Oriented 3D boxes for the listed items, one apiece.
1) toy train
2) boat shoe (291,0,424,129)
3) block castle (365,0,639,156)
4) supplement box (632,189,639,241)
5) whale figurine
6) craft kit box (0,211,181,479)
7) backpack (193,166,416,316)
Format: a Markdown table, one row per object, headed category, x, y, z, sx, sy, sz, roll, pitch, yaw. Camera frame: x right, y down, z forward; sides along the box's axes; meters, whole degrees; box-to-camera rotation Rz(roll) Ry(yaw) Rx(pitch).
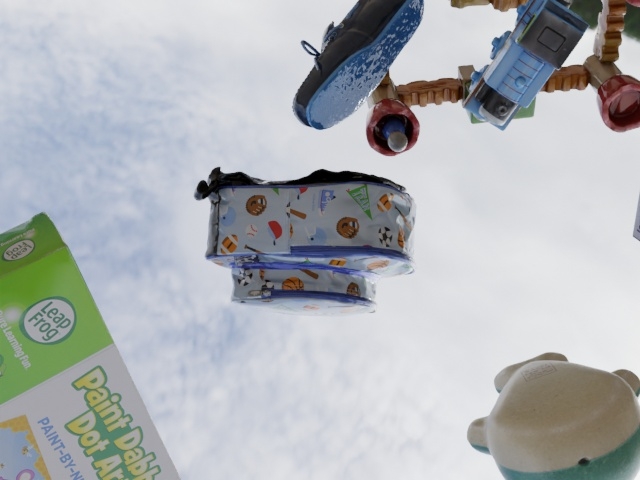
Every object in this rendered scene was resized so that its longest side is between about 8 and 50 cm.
| category | x | y | z | sx | sy | sz | roll | pitch | yaw |
| --- | --- | --- | --- | --- | --- | --- | --- | --- | --- |
| toy train | 0.248 | -0.219 | 1.075 | 0.080 | 0.184 | 0.105 | 31 | -157 | -8 |
| boat shoe | 0.039 | -0.243 | 1.146 | 0.089 | 0.109 | 0.258 | 27 | -121 | 25 |
| block castle | 0.285 | -0.299 | 1.318 | 0.452 | 0.303 | 0.213 | -6 | -143 | -2 |
| supplement box | 0.467 | -0.007 | 0.987 | 0.073 | 0.130 | 0.239 | -17 | -144 | -17 |
| whale figurine | 0.286 | 0.224 | 1.051 | 0.216 | 0.141 | 0.272 | -21 | -171 | 4 |
| craft kit box | -0.238 | 0.141 | 0.569 | 0.246 | 0.250 | 0.061 | -30 | -141 | -19 |
| backpack | 0.000 | 0.000 | 1.195 | 0.263 | 0.276 | 0.213 | -10 | -97 | 22 |
